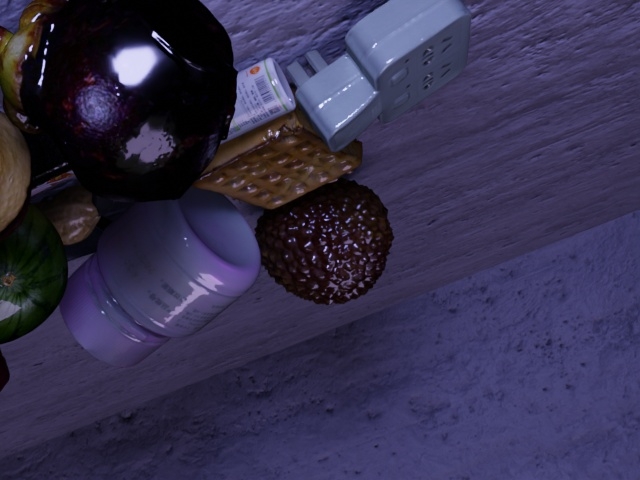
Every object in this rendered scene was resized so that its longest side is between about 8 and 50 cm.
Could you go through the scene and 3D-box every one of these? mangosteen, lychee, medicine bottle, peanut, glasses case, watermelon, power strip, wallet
[{"bbox_3d":[-0.232,-0.182,1.176,0.287,0.287,0.233,-1,145,-50],"label":"mangosteen"},{"bbox_3d":[0.000,0.000,2.036,0.267,0.267,0.267,-19,164,-6],"label":"lychee"},{"bbox_3d":[-0.280,0.058,1.809,0.302,0.241,0.241,-39,158,22],"label":"medicine bottle"},{"bbox_3d":[-0.432,-0.026,1.690,0.193,0.089,0.089,-23,164,7],"label":"peanut"},{"bbox_3d":[-0.403,-0.113,1.413,0.267,0.103,0.067,-23,166,11],"label":"glasses case"},{"bbox_3d":[-0.134,-0.191,1.523,0.183,0.086,0.086,-23,164,9],"label":"medicine bottle"},{"bbox_3d":[-0.495,0.038,1.543,0.242,0.242,0.242,-19,164,-6],"label":"watermelon"},{"bbox_3d":[0.081,-0.263,1.539,0.261,0.141,0.229,-35,165,-2],"label":"power strip"},{"bbox_3d":[-0.472,0.008,1.852,0.222,0.036,0.167,-21,165,7],"label":"wallet"}]

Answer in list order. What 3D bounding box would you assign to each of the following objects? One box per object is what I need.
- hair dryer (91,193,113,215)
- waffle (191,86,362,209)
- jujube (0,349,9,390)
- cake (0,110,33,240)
[{"bbox_3d":[-0.308,-0.111,1.567,0.128,0.070,0.255,-16,158,-19],"label":"hair dryer"},{"bbox_3d":[-0.078,-0.147,1.729,0.224,0.098,0.328,-25,166,18],"label":"waffle"},{"bbox_3d":[-0.780,0.255,1.941,0.377,0.258,0.258,-24,165,-13],"label":"jujube"},{"bbox_3d":[-0.463,-0.081,1.248,0.185,0.207,0.178,7,-175,17],"label":"cake"}]
